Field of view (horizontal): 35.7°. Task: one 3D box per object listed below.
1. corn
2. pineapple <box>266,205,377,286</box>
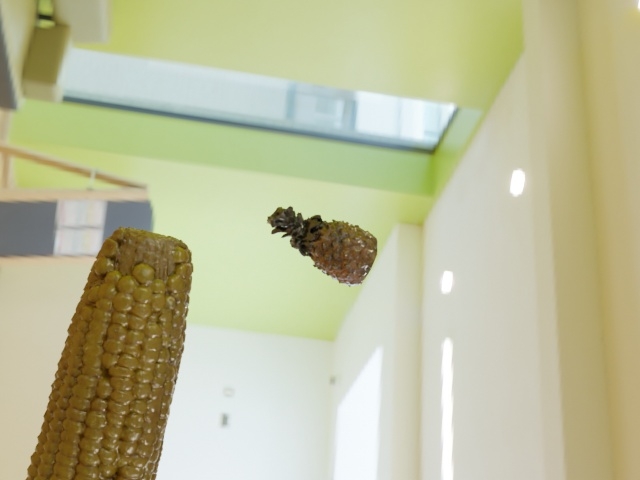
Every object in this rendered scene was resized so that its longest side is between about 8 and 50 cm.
[{"bbox_3d":[-0.189,0.147,0.901,0.119,0.119,0.322,-158,-96,-82],"label":"corn"},{"bbox_3d":[0.000,0.000,1.676,0.108,0.197,0.108,-63,-179,1],"label":"pineapple"}]
